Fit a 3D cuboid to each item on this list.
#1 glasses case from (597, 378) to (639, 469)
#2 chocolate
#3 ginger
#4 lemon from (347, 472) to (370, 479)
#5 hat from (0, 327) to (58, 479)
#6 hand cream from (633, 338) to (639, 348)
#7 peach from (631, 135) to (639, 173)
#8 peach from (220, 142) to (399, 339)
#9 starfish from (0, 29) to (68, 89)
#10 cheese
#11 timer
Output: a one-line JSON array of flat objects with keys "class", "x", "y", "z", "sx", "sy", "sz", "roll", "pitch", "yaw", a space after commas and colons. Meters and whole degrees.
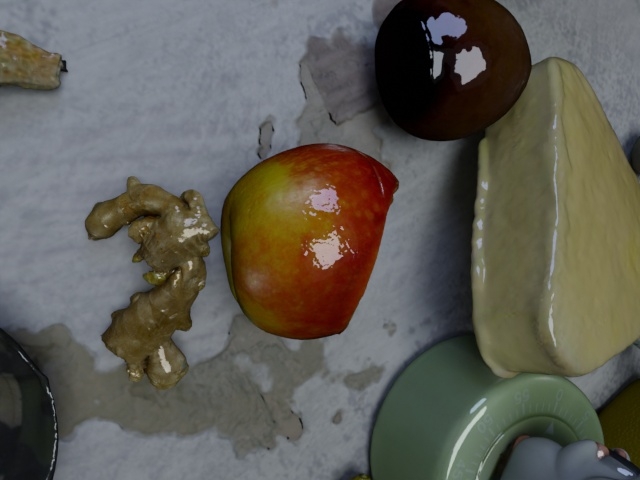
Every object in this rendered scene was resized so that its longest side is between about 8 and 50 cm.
[{"class": "glasses case", "x": 0.455, "y": 0.365, "z": 0.662, "sx": 0.371, "sy": 0.173, "sz": 0.141, "roll": -35, "pitch": 102, "yaw": -16}, {"class": "chocolate", "x": 0.150, "y": -0.195, "z": 0.523, "sx": 0.177, "sy": 0.177, "sz": 0.176, "roll": -2, "pitch": 94, "yaw": -21}, {"class": "ginger", "x": -0.161, "y": 0.039, "z": 0.452, "sx": 0.176, "sy": 0.052, "sz": 0.193, "roll": -37, "pitch": 95, "yaw": 16}, {"class": "lemon", "x": 0.047, "y": 0.324, "z": 0.563, "sx": 0.062, "sy": 0.062, "sz": 0.083, "roll": 9, "pitch": 94, "yaw": -21}, {"class": "hat", "x": -0.448, "y": 0.191, "z": 0.342, "sx": 0.382, "sy": 0.257, "sz": 0.366, "roll": -20, "pitch": 122, "yaw": 17}, {"class": "hand cream", "x": 0.527, "y": 0.178, "z": 0.682, "sx": 0.067, "sy": 0.194, "sz": 0.042, "roll": -22, "pitch": 132, "yaw": -15}, {"class": "peach", "x": 0.519, "y": -0.132, "z": 0.703, "sx": 0.083, "sy": 0.083, "sz": 0.083, "roll": -2, "pitch": 94, "yaw": -21}, {"class": "peach", "x": 0.000, "y": 0.000, "z": 0.459, "sx": 0.192, "sy": 0.190, "sz": 0.190, "roll": -14, "pitch": 99, "yaw": -12}, {"class": "starfish", "x": -0.412, "y": -0.168, "z": 0.349, "sx": 0.324, "sy": 0.082, "sz": 0.432, "roll": 39, "pitch": 78, "yaw": -15}, {"class": "cheese", "x": 0.290, "y": 0.010, "z": 0.552, "sx": 0.384, "sy": 0.104, "sz": 0.383, "roll": 9, "pitch": 74, "yaw": -36}, {"class": "timer", "x": 0.250, "y": 0.278, "z": 0.504, "sx": 0.291, "sy": 0.315, "sz": 0.290, "roll": -1, "pitch": 93, "yaw": -21}]
